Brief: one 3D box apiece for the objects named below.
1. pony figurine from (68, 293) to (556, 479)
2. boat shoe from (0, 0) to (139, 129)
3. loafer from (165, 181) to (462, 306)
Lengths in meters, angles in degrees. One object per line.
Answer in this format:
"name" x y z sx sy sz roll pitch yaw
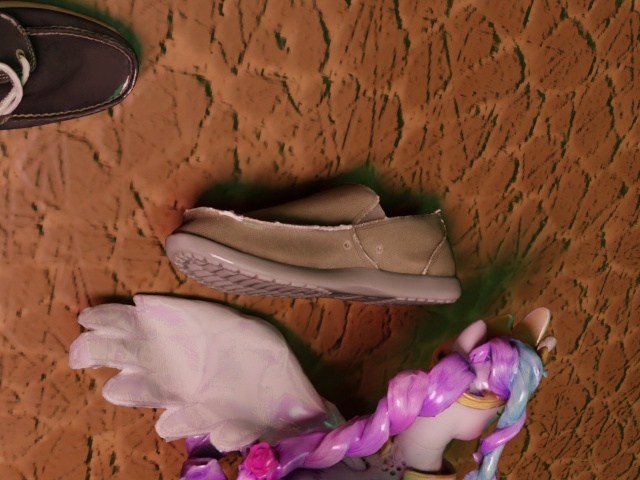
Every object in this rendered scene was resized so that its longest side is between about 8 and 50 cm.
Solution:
"pony figurine" -0.002 0.197 0.637 0.350 0.303 0.364 0 126 -36
"boat shoe" -0.200 -0.088 0.474 0.233 0.079 0.084 -11 128 -45
"loafer" 0.000 0.000 0.644 0.251 0.094 0.088 9 78 -33
